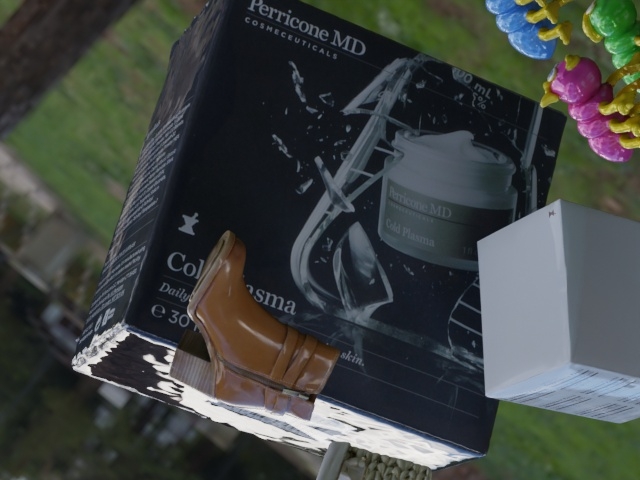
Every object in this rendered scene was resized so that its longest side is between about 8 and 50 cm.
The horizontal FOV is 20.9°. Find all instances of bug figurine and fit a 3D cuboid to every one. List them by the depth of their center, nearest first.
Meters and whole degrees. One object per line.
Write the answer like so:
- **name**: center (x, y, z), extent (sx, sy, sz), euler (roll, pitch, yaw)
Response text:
- **bug figurine**: center (0.186, -0.170, 1.259), extent (0.072, 0.279, 0.216), euler (-25, 108, 31)

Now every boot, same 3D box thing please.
- **boot**: center (-0.053, 0.086, 1.678), extent (0.152, 0.073, 0.197), euler (19, 131, 1)

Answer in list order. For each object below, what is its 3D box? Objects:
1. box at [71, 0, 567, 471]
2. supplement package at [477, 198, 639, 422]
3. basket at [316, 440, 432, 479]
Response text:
- **box**: center (0.000, 0.000, 2.202), extent (0.480, 0.471, 0.297), euler (21, 159, -15)
- **supplement package**: center (0.303, 0.085, 1.957), extent (0.203, 0.194, 0.149), euler (14, 153, -31)
- **basket**: center (0.042, 0.289, 1.615), extent (0.103, 0.167, 0.113), euler (9, -154, 8)
